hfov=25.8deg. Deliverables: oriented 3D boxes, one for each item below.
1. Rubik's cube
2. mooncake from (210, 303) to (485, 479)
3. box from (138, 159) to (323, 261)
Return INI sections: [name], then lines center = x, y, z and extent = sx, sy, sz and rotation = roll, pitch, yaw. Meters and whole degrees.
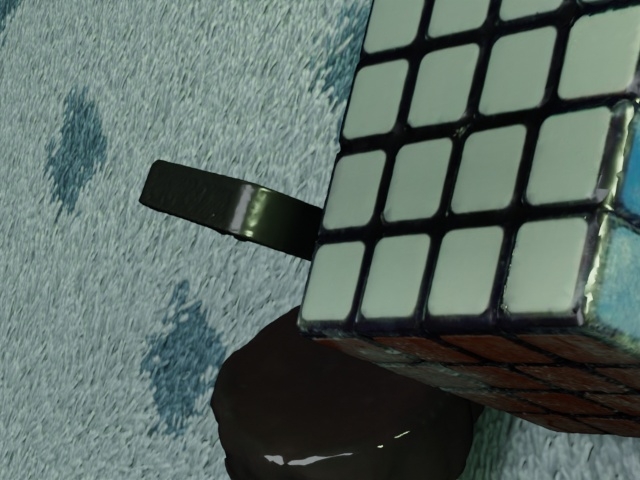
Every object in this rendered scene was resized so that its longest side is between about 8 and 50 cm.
[Rubik's cube]
center = 0.235, -0.032, 1.159
extent = 0.343, 0.344, 0.337
rotation = -5, 66, 51
[mooncake]
center = 0.032, 0.181, 1.452
extent = 0.283, 0.141, 0.283
rotation = -14, 34, 10
[box]
center = 0.000, 0.000, 1.452
extent = 0.211, 0.350, 0.058
rotation = 15, 87, 53
